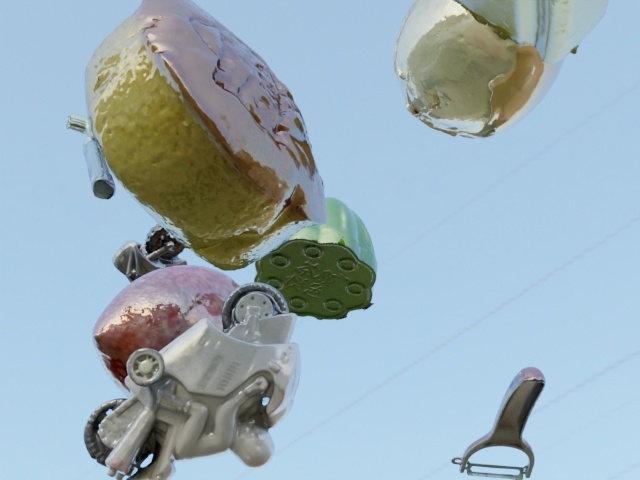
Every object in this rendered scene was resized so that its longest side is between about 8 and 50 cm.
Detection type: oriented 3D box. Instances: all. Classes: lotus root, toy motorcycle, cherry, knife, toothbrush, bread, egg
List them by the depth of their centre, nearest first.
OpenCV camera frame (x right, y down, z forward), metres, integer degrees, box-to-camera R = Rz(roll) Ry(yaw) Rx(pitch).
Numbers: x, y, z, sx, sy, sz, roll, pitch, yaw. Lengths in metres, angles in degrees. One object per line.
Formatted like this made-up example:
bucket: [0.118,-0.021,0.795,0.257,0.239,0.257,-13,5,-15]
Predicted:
toothbrush: [-0.165,-0.066,0.689,0.019,0.219,0.016,17,-77,-22]
bread: [-0.102,-0.106,0.906,0.148,0.270,0.270,-35,-62,14]
toy motorcycle: [-0.111,0.169,1.011,0.260,0.110,0.171,-41,-104,-14]
cherry: [-0.175,0.124,1.175,0.250,0.175,0.192,15,-83,-50]
egg: [0.206,-0.247,1.194,0.244,0.201,0.201,-48,-59,-21]
knife: [0.263,0.252,1.364,0.123,0.053,0.278,1,-41,-3]
lotus root: [0.000,0.000,1.413,0.186,0.186,0.186,1,-55,1]
toy motorcycle: [-0.261,0.067,1.525,0.122,0.080,0.215,-13,-49,-18]

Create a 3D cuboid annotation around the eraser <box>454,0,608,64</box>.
eraser: [0.124,-0.224,0.667,0.069,0.158,0.226,-47,-21,-2]
